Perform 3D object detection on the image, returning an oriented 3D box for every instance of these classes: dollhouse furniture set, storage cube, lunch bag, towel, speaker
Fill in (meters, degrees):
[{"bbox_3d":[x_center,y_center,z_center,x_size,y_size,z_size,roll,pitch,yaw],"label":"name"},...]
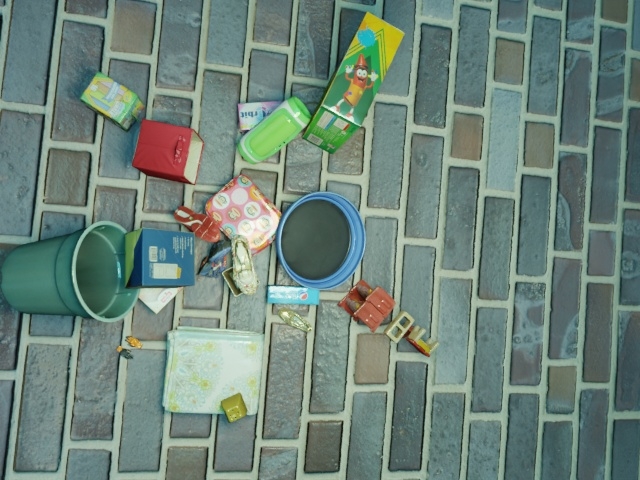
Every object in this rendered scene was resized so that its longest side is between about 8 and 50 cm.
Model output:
[{"bbox_3d":[0.274,0.342,1.838,0.374,0.201,0.152,44,81,-12],"label":"dollhouse furniture set"},{"bbox_3d":[-0.569,-0.327,1.703,0.193,0.215,0.184,11,87,-3],"label":"storage cube"},{"bbox_3d":[-0.306,-0.083,1.782,0.258,0.120,0.293,-42,96,-8],"label":"lunch bag"},{"bbox_3d":[-0.418,0.508,1.760,0.374,0.090,0.321,6,90,-10],"label":"towel"},{"bbox_3d":[-0.182,-0.425,1.754,0.296,0.131,0.131,-34,94,22],"label":"speaker"}]

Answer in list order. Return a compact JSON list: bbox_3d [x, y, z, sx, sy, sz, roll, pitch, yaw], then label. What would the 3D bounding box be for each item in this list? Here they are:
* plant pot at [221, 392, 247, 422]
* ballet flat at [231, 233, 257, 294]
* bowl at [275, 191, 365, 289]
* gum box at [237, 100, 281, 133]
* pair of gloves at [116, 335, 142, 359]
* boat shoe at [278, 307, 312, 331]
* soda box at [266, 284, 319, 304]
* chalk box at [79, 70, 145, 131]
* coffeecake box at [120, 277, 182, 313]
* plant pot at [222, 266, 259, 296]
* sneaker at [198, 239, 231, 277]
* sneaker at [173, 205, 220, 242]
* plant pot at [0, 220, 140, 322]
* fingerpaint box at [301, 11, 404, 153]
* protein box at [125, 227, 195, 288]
[{"bbox_3d":[-0.325,0.636,1.690,0.081,0.083,0.081,-21,94,-9],"label":"plant pot"},{"bbox_3d":[-0.293,0.094,1.697,0.091,0.077,0.241,-14,94,-9],"label":"ballet flat"},{"bbox_3d":[0.000,0.000,1.801,0.390,0.077,0.392,-3,96,-28],"label":"bowl"},{"bbox_3d":[-0.248,-0.502,1.837,0.188,0.062,0.107,-7,89,-10],"label":"gum box"},{"bbox_3d":[-0.739,0.415,1.742,0.074,0.010,0.083,38,83,-7],"label":"pair of gloves"},{"bbox_3d":[-0.102,0.327,1.839,0.153,0.048,0.056,36,82,-7],"label":"boat shoe"},{"bbox_3d":[-0.112,0.220,1.832,0.209,0.067,0.071,3,88,-10],"label":"soda box"},{"bbox_3d":[-0.765,-0.512,1.711,0.213,0.132,0.132,31,83,-9],"label":"chalk box"},{"bbox_3d":[-0.645,0.166,1.739,0.185,0.068,0.142,44,81,-6],"label":"coffeecake box"},{"bbox_3d":[-0.315,0.147,1.784,0.109,0.096,0.109,-29,92,-10],"label":"plant pot"},{"bbox_3d":[-0.394,0.072,1.741,0.087,0.221,0.083,23,47,-25],"label":"sneaker"},{"bbox_3d":[-0.454,-0.048,1.740,0.221,0.128,0.087,35,79,21],"label":"sneaker"},{"bbox_3d":[-0.863,0.121,1.555,0.333,0.341,0.342,-6,89,13],"label":"plant pot"},{"bbox_3d":[0.107,-0.565,1.710,0.163,0.445,0.371,26,83,-9],"label":"fingerpaint box"},{"bbox_3d":[-0.574,0.069,1.616,0.201,0.135,0.200,6,77,-48],"label":"protein box"}]
